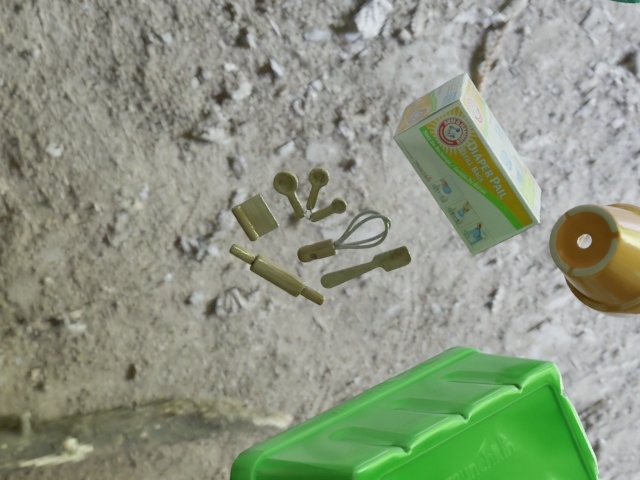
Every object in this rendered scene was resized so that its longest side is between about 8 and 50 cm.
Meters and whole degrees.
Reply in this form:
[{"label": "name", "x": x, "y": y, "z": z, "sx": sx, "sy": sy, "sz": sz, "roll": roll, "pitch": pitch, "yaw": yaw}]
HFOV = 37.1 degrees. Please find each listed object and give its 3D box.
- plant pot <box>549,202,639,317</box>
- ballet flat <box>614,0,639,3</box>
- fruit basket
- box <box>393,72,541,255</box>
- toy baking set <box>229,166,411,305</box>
[{"label": "plant pot", "x": 0.504, "y": 0.020, "z": 1.686, "sx": 0.205, "sy": 0.205, "sz": 0.188, "roll": -46, "pitch": 143, "yaw": 19}, {"label": "ballet flat", "x": 0.203, "y": -0.225, "z": 0.677, "sx": 0.074, "sy": 0.203, "sz": 0.074, "roll": 3, "pitch": 118, "yaw": 6}, {"label": "fruit basket", "x": 0.083, "y": 0.304, "z": 1.052, "sx": 0.392, "sy": 0.283, "sz": 0.392, "roll": -22, "pitch": 176, "yaw": -2}, {"label": "box", "x": 0.199, "y": -0.103, "z": 1.275, "sx": 0.103, "sy": 0.114, "sz": 0.203, "roll": -29, "pitch": 107, "yaw": 25}, {"label": "toy baking set", "x": -0.005, "y": 0.004, "z": 1.386, "sx": 0.256, "sy": 0.030, "sz": 0.197, "roll": 35, "pitch": 116, "yaw": -12}]
